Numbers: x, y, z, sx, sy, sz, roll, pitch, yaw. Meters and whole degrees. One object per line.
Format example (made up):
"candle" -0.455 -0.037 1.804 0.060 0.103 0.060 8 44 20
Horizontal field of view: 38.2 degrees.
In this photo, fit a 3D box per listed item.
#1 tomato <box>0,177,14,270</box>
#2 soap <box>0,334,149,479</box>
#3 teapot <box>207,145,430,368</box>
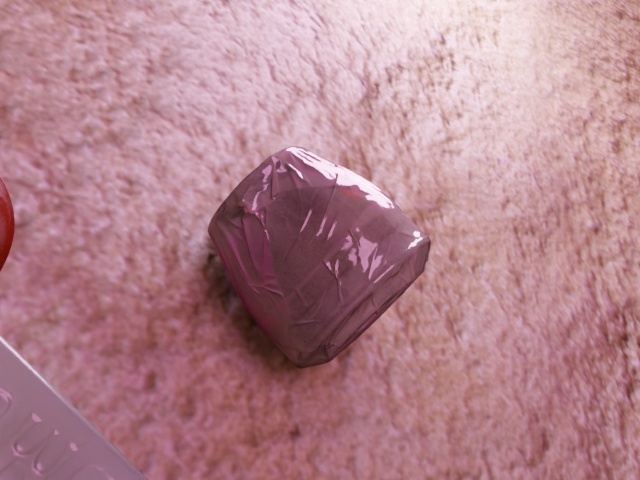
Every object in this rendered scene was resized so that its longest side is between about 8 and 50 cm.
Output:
"tomato" -0.297 -0.025 0.617 0.187 0.151 0.187 24 43 -25
"soap" -0.209 0.160 0.619 0.198 0.066 0.119 46 45 -4
"teapot" 0.006 -0.008 0.846 0.178 0.163 0.221 47 43 8
